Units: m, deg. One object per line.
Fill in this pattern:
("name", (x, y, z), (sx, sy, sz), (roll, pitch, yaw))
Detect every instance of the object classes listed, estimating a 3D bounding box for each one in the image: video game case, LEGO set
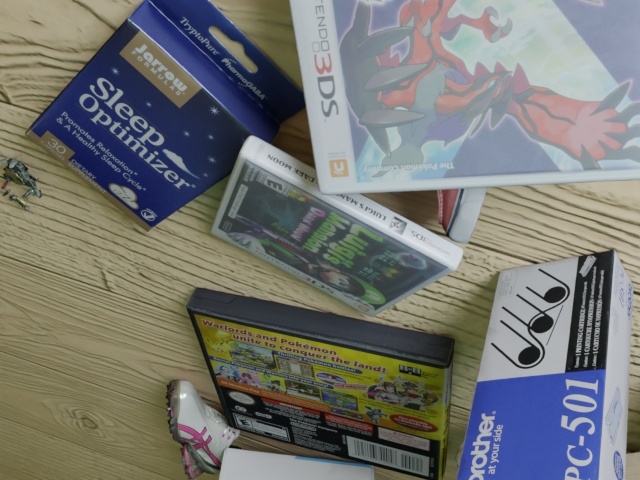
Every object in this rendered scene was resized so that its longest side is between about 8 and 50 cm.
("video game case", (0.081, -0.118, 0.406), (0.201, 0.023, 0.183), (-2, 111, 20))
("video game case", (0.006, 0.164, 0.811), (0.275, 0.035, 0.248), (10, 139, 16))
("LEGO set", (-0.294, -0.061, 0.717), (0.054, 0.023, 0.083), (43, 150, -19))
("video game case", (0.000, 0.000, 0.595), (0.173, 0.022, 0.190), (28, 158, -6))

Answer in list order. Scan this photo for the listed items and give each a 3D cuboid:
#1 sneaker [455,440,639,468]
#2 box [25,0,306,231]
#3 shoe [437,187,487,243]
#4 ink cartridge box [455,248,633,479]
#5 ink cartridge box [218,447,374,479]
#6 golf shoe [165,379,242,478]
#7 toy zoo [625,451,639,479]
("sneaker", (0.277, 0.264, 0.767), (0.279, 0.107, 0.118), (21, 159, 8))
("box", (-0.130, -0.096, 0.585), (0.136, 0.036, 0.225), (42, 136, -21))
("shoe", (0.079, -0.077, 0.489), (0.081, 0.063, 0.178), (14, 134, 13))
("ink cartridge box", (0.166, 0.101, 0.528), (0.097, 0.207, 0.046), (-14, 127, 37))
("ink cartridge box", (-0.048, 0.437, 0.966), (0.198, 0.197, 0.270), (7, 133, -2))
("golf shoe", (-0.151, 0.238, 0.955), (0.086, 0.067, 0.186), (-11, 134, -4))
("toy zoo", (0.305, 0.264, 0.605), (0.293, 0.030, 0.192), (36, 145, -16))
